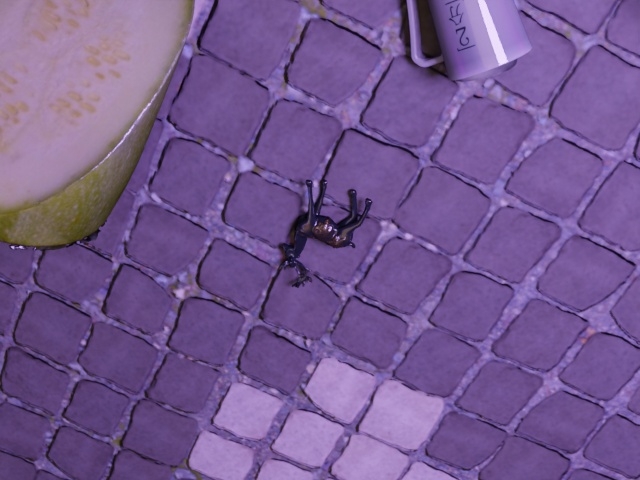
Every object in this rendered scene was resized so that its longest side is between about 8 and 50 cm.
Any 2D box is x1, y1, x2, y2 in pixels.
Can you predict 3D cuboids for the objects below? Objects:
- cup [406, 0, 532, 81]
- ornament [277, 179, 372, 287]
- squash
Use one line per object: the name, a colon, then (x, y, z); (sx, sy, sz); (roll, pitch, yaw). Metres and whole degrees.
cup: (0.119, -0.198, 0.600); (0.104, 0.074, 0.116); (-10, 111, 40)
ornament: (0.000, 0.000, 0.712); (0.073, 0.028, 0.125); (20, 112, -3)
squash: (-0.229, -0.145, 0.584); (0.189, 0.189, 0.260); (26, 117, -6)
